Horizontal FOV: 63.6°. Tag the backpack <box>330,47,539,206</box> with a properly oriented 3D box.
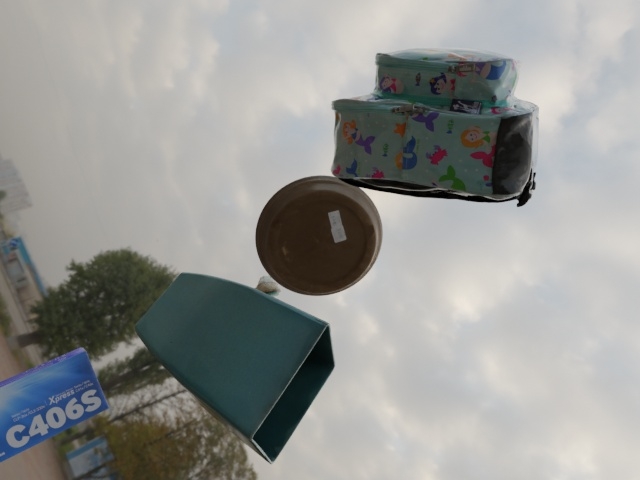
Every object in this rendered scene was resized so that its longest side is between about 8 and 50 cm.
[{"bbox_3d":[0.138,-0.144,0.657,0.253,0.225,0.191,3,-73,25],"label":"backpack"}]

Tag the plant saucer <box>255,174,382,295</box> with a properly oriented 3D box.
[{"bbox_3d":[0.000,0.000,1.100,0.041,0.278,0.278,-107,-174,-69],"label":"plant saucer"}]

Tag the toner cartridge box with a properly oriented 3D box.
[{"bbox_3d":[-0.712,0.408,1.236,0.075,0.348,0.165,-6,-75,59],"label":"toner cartridge box"}]

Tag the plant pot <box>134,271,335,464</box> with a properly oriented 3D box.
[{"bbox_3d":[-0.124,0.155,0.713,0.234,0.165,0.165,27,-27,19],"label":"plant pot"}]

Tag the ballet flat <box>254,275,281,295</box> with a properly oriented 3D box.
[{"bbox_3d":[-0.156,0.133,1.427,0.206,0.073,0.067,139,-51,-67],"label":"ballet flat"}]
